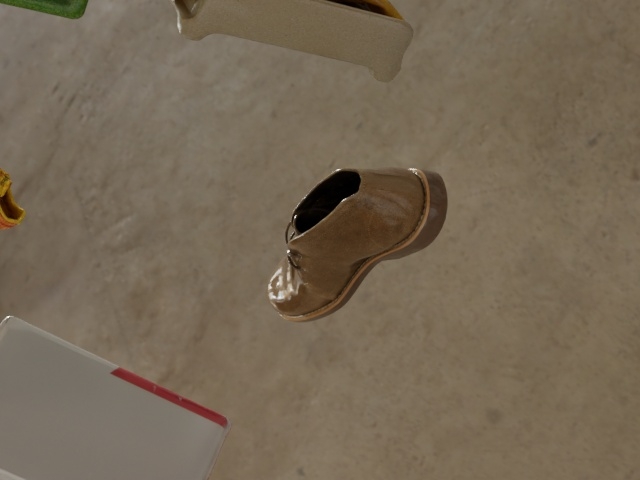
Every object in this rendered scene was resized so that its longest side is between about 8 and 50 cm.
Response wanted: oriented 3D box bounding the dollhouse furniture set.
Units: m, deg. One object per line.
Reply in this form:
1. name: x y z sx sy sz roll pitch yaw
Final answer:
1. dollhouse furniture set: -0.081 -0.222 0.602 0.197 0.301 0.151 57 132 50

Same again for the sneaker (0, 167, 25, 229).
1. sneaker: -0.462 -0.094 1.383 0.067 0.175 0.064 -12 36 19

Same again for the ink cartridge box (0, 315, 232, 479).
1. ink cartridge box: -0.307 0.262 1.235 0.384 0.279 0.160 -42 24 63

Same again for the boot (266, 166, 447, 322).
1. boot: 0.000 0.000 1.067 0.305 0.115 0.112 -40 48 51
